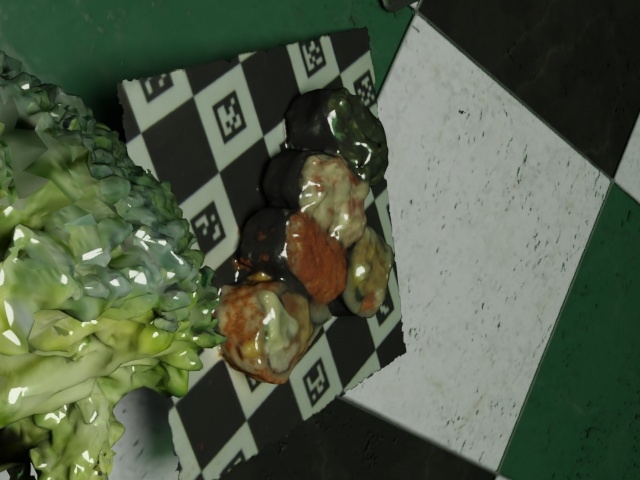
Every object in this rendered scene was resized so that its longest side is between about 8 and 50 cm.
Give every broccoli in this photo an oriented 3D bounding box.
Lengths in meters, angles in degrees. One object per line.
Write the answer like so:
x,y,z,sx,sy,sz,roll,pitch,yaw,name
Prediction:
-0.211,0.044,0.622,0.281,0.348,0.293,-44,116,-13,broccoli

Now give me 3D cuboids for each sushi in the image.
0.000,0.000,0.888,0.339,0.069,0.320,-24,111,-52,sushi

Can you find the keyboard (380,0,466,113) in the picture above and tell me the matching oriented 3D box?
0.074,-0.298,0.989,0.103,0.041,0.381,-29,108,-31,keyboard
